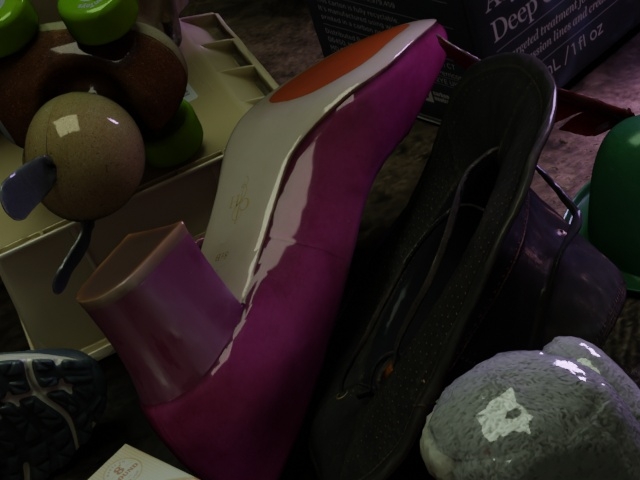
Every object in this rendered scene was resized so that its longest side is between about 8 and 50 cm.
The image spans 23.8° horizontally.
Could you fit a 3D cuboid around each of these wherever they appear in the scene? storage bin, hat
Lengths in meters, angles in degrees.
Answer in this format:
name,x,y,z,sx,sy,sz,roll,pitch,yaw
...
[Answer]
name,x,y,z,sx,sy,sz,roll,pitch,yaw
storage bin,-0.153,-0.052,1.232,0.260,0.123,0.262,-24,35,-9
hat,0.229,-0.081,1.039,0.208,0.183,0.173,-29,36,-14
hat,0.109,0.041,0.948,0.134,0.331,0.331,24,39,-8

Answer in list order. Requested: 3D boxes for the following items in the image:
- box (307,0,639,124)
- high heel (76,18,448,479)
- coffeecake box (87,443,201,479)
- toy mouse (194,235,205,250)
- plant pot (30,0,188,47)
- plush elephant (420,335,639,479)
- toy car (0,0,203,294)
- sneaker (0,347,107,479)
name,x,y,z,sx,sy,sz,roll,pitch,yaw
box,0.127,-0.338,1.250,0.293,0.395,0.212,-39,39,-26
high heel,0.000,0.000,1.053,0.377,0.181,0.127,-44,23,-31
coffeecake box,-0.092,0.215,0.887,0.185,0.068,0.142,17,49,41
toy mouse,-0.083,0.047,1.105,0.143,0.031,0.161,12,66,15
plant pot,-0.269,-0.252,1.208,0.305,0.334,0.334,-1,37,6
plush elephant,0.184,0.143,0.718,0.272,0.330,0.255,-27,13,-14
toy car,-0.176,-0.062,1.034,0.149,0.155,0.188,-5,50,19
sneaker,-0.290,0.121,1.074,0.283,0.110,0.122,-18,32,1
